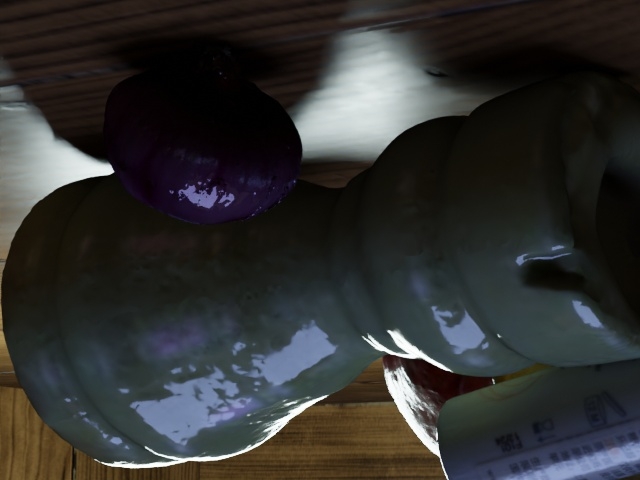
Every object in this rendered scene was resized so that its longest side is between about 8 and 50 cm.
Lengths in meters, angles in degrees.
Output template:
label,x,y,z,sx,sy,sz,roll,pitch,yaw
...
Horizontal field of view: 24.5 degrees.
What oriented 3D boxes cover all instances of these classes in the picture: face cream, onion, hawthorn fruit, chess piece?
label,x,y,z,sx,sy,sz,roll,pitch,yaw
face cream,0.205,0.100,0.911,0.269,0.082,0.082,-21,161,27
onion,-0.064,-0.061,0.825,0.115,0.104,0.115,9,-154,-5
hawthorn fruit,0.167,0.093,1.395,0.224,0.224,0.261,-2,147,9
chess piece,0.012,0.024,0.970,0.442,0.234,0.234,-13,164,39

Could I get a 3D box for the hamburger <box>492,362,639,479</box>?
label,x,y,z,sx,sy,sz,roll,pitch,yaw
hamburger,0.261,0.060,1.004,0.283,0.259,0.145,-21,167,34
